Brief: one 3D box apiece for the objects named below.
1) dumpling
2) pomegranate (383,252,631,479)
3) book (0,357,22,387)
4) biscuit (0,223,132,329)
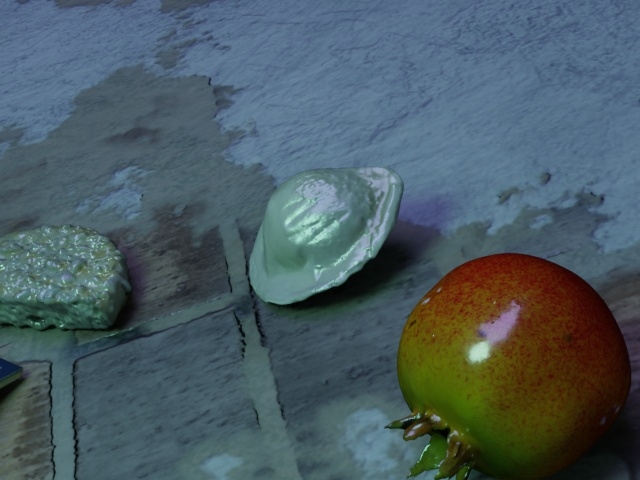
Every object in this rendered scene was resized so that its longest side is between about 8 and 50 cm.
[{"bbox_3d":[0.004,-0.002,1.652,0.216,0.126,0.166,-11,52,8],"label":"dumpling"},{"bbox_3d":[0.172,0.133,1.316,0.221,0.221,0.256,20,59,42],"label":"pomegranate"},{"bbox_3d":[-0.543,0.179,1.610,0.228,0.018,0.322,18,28,26],"label":"book"},{"bbox_3d":[-0.352,0.046,1.788,0.281,0.084,0.179,7,39,29],"label":"biscuit"}]
